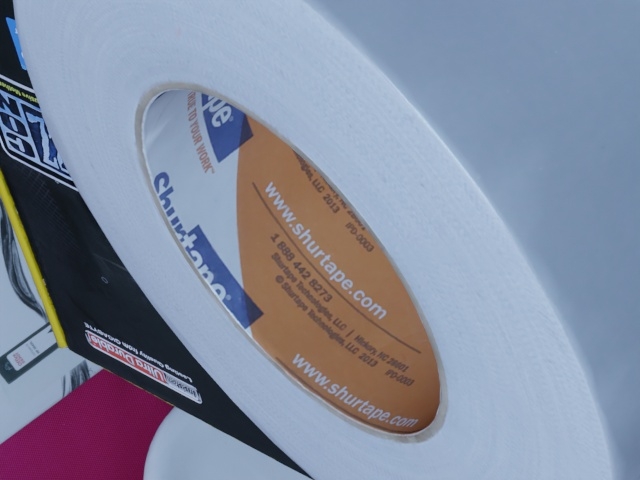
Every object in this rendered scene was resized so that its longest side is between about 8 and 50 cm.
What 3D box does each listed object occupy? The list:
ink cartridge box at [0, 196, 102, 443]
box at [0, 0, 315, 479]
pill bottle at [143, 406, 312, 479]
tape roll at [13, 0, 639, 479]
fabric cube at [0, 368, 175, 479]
[{"bbox_3d":[-0.178,0.016,0.922,0.086,0.203,0.148,26,146,45],"label":"ink cartridge box"},{"bbox_3d":[0.000,0.000,0.677,0.322,0.079,0.257,24,143,29],"label":"box"},{"bbox_3d":[-0.044,0.181,1.001,0.131,0.131,0.229,45,155,16],"label":"pill bottle"},{"bbox_3d":[0.015,-0.013,0.444,0.219,0.072,0.219,41,155,24],"label":"tape roll"},{"bbox_3d":[-0.280,0.097,1.161,0.259,0.254,0.258,27,148,42],"label":"fabric cube"}]
